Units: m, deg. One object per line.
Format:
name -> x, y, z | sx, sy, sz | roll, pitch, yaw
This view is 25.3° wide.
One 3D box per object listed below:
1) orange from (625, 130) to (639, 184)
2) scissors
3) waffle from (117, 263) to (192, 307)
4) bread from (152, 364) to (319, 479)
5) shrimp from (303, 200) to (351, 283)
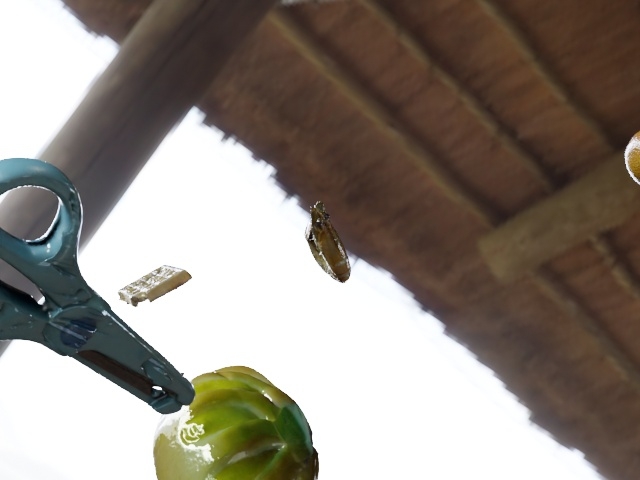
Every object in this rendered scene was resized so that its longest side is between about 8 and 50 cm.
orange -> 0.442, -0.108, 1.882 | 0.085, 0.085, 0.085 | 32, -13, 8
scissors -> -0.203, 0.062, 1.102 | 0.032, 0.180, 0.393 | 59, 6, 36
waffle -> -0.237, 0.065, 2.025 | 0.021, 0.092, 0.135 | 64, -16, -11
bread -> -0.103, 0.258, 1.640 | 0.156, 0.158, 0.260 | 6, 48, -54
shrimp -> 0.000, 0.000, 1.368 | 0.059, 0.023, 0.108 | 33, -26, 43
